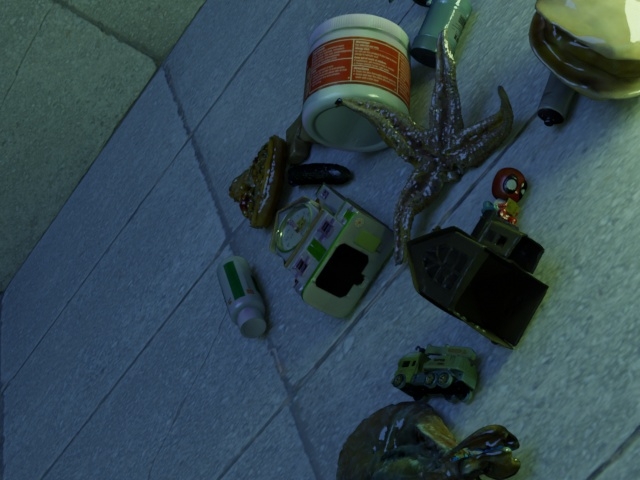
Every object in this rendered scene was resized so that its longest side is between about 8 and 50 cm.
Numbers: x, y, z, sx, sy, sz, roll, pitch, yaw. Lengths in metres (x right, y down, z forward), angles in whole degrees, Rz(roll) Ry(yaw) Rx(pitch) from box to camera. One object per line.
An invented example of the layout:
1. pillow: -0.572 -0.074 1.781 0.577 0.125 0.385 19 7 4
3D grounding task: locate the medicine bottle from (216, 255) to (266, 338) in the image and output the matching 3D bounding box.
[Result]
1. medicine bottle: -0.202 0.145 2.226 0.095 0.095 0.260 -50 33 17

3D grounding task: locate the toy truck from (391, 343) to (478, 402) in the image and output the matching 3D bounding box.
1. toy truck: 0.218 0.243 1.605 0.169 0.077 0.100 -13 47 50

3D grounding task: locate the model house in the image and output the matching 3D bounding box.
1. model house: 0.266 0.039 1.567 0.204 0.211 0.243 -59 33 2

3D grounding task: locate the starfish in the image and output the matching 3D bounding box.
1. starfish: 0.228 -0.211 1.811 0.398 0.132 0.383 -37 77 28

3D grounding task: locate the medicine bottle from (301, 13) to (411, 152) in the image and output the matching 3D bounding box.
1. medicine bottle: 0.088 -0.367 2.048 0.253 0.253 0.240 -21 55 45

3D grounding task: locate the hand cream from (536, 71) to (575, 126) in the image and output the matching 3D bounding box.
1. hand cream: 0.473 -0.303 1.685 0.087 0.054 0.186 5 63 46

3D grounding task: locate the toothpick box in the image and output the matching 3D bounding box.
1. toothpick box: 0.284 -0.493 2.029 0.101 0.101 0.153 12 75 56

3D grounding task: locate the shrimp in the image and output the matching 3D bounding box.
1. shrimp: 0.180 0.385 1.544 0.446 0.110 0.221 -20 43 50

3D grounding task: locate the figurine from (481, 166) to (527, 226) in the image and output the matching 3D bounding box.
1. figurine: 0.357 -0.080 1.665 0.075 0.068 0.140 -19 46 50

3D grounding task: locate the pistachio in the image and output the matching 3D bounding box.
1. pistachio: 0.498 -0.389 1.560 0.238 0.229 0.321 -13 50 -4

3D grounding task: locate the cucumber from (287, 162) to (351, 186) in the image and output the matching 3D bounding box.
1. cucumber: -0.009 -0.172 2.222 0.245 0.067 0.067 2 69 56

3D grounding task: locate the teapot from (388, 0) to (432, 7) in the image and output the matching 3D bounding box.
1. teapot: 0.282 -0.639 2.109 0.239 0.162 0.148 -3 70 20

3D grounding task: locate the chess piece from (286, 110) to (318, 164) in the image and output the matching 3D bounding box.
1. chess piece: -0.014 -0.312 2.303 0.301 0.137 0.137 -34 40 54

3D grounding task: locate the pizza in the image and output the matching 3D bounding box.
1. pizza: -0.172 -0.182 2.411 0.251 0.074 0.288 -66 31 11

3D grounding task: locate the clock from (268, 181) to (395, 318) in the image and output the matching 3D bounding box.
1. clock: 0.000 0.000 1.993 0.235 0.166 0.309 -57 32 7
